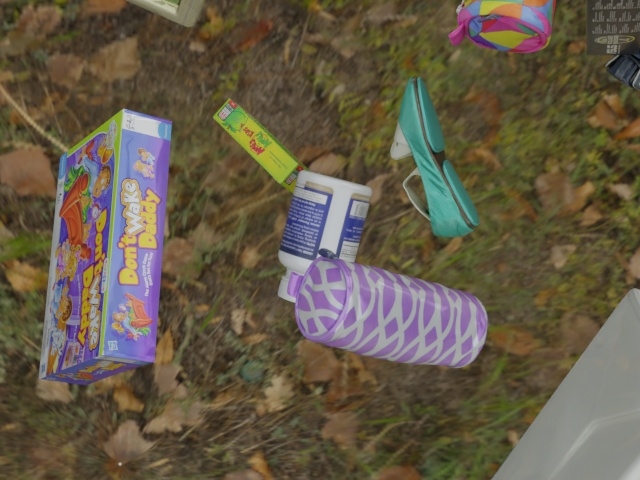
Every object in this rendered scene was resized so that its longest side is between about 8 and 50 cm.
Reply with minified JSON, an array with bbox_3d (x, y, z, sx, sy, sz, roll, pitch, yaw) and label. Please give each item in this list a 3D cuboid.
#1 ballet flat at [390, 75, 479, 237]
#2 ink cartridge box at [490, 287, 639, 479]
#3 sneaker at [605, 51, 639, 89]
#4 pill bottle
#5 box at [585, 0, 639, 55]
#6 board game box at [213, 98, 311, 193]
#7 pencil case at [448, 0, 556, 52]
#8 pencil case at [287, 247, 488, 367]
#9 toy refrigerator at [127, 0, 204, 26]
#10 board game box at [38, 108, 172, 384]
[{"bbox_3d":[0.152,-0.116,1.711,0.087,0.083,0.247,-21,91,21],"label":"ballet flat"},{"bbox_3d":[0.177,0.132,0.410,0.231,0.078,0.134,27,113,-11],"label":"ink cartridge box"},{"bbox_3d":[0.541,-0.341,1.910,0.163,0.226,0.086,-44,57,3],"label":"sneaker"},{"bbox_3d":[0.000,0.000,1.682,0.112,0.112,0.186,15,94,-7],"label":"pill bottle"},{"bbox_3d":[0.432,-0.461,1.676,0.097,0.395,0.318,-1,88,13],"label":"box"},{"bbox_3d":[-0.085,-0.144,1.844,0.043,0.092,0.181,-48,60,5],"label":"board game box"},{"bbox_3d":[0.204,-0.311,1.196,0.104,0.104,0.236,14,80,-7],"label":"pencil case"},{"bbox_3d":[0.066,0.071,1.110,0.206,0.088,0.086,17,88,-37],"label":"pencil case"},{"bbox_3d":[-0.075,-0.191,0.534,0.102,0.269,0.094,23,77,-10],"label":"toy refrigerator"},{"bbox_3d":[-0.307,0.016,1.648,0.078,0.233,0.347,13,69,-32],"label":"board game box"}]
